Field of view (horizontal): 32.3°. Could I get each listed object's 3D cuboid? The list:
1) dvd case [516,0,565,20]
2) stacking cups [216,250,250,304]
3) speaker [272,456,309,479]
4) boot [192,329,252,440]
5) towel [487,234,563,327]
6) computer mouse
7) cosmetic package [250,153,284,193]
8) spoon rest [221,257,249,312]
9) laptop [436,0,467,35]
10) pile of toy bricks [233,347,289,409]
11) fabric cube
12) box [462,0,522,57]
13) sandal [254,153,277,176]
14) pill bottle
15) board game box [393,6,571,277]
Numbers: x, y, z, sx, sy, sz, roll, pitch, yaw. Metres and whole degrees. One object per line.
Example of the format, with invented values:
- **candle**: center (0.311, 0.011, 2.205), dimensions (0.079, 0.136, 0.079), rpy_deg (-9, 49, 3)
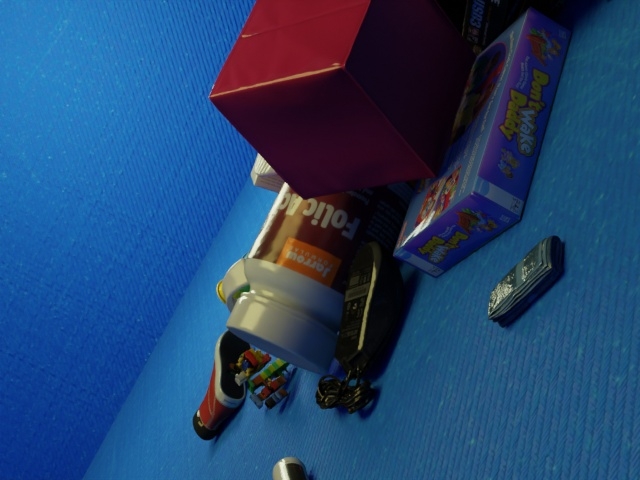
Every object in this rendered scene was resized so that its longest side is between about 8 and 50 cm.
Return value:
- **dvd case**: center (0.329, -0.345, 1.825), dimensions (0.221, 0.018, 0.164), rpy_deg (-52, 16, 36)
- **stacking cups**: center (-0.151, 0.048, 2.733), dimensions (0.316, 0.096, 0.096), rpy_deg (-51, 17, 41)
- **speaker**: center (-0.040, 0.379, 1.676), dimensions (0.055, 0.055, 0.136), rpy_deg (-61, 12, 7)
- **boot**: center (-0.230, 0.326, 2.487), dimensions (0.176, 0.088, 0.244), rpy_deg (-56, 17, 32)
- **towel**: center (0.242, 0.047, 1.312), dimensions (0.119, 0.029, 0.067), rpy_deg (-52, 15, 39)
- **computer mouse**: center (0.075, 0.138, 1.719), dimensions (0.188, 0.072, 0.272), rpy_deg (163, 121, -70)
- **cosmetic package**: center (-0.009, -0.275, 2.498), dimensions (0.155, 0.197, 0.365), rpy_deg (-118, 48, -76)
- **spoon rest**: center (-0.105, 0.128, 2.056), dimensions (0.084, 0.276, 0.137), rpy_deg (-28, 52, 11)
- **laptop**: center (0.161, -0.422, 2.159), dimensions (0.382, 0.236, 0.408), rpy_deg (-54, 15, 31)
- **pile of toy bricks**: center (-0.093, 0.250, 2.111), dimensions (0.105, 0.118, 0.212), rpy_deg (-37, -12, -16)
- **fabric cube**: center (0.040, -0.247, 1.661), dimensions (0.258, 0.254, 0.259), rpy_deg (-9, 48, 40)
- **box**: center (0.305, -0.454, 1.708), dimensions (0.293, 0.073, 0.295), rpy_deg (86, -151, -65)
- **sandal**: center (-0.033, -0.181, 2.349), dimensions (0.265, 0.076, 0.102), rpy_deg (-9, 64, 48)
- **pill bottle**: center (0.005, 0.012, 1.884), dimensions (0.392, 0.224, 0.224), rpy_deg (-65, 13, -12)
- **board game box**: center (0.237, -0.142, 1.622), dimensions (0.233, 0.078, 0.347), rpy_deg (-42, 24, 58)
